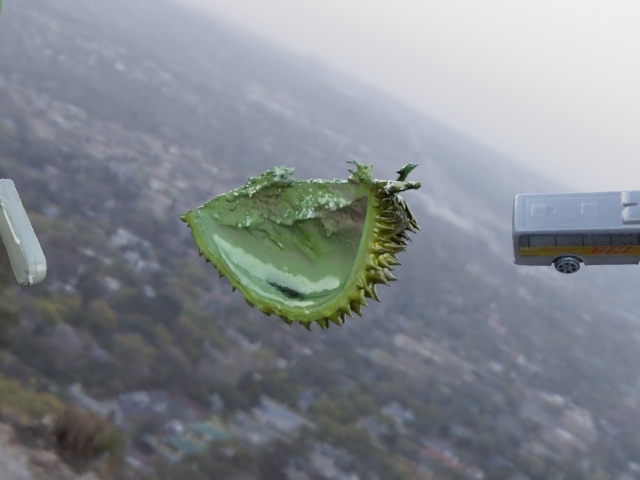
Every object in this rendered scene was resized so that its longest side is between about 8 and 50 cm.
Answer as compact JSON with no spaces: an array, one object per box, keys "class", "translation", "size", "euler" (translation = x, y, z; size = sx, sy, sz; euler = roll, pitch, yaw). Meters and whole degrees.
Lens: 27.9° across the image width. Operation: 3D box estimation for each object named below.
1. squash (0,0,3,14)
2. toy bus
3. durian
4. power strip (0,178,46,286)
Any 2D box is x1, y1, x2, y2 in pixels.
[{"class":"squash","translation":[-0.422,-0.314,1.559],"size":[0.095,0.188,0.095],"euler":[7,36,-5]},{"class":"toy bus","translation":[0.284,-0.013,1.277],"size":[0.190,0.064,0.075],"euler":[-2,-38,15]},{"class":"durian","translation":[0.000,0.000,0.818],"size":[0.215,0.086,0.100],"euler":[-8,-50,43]},{"class":"power strip","translation":[-0.393,-0.015,1.657],"size":[0.030,0.048,0.191],"euler":[-6,51,-33]}]
